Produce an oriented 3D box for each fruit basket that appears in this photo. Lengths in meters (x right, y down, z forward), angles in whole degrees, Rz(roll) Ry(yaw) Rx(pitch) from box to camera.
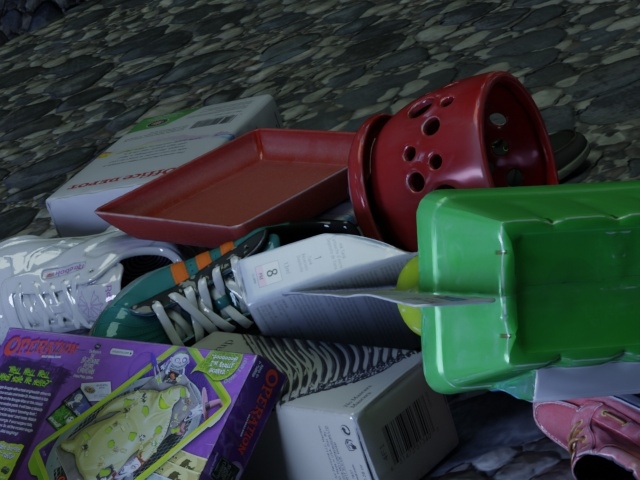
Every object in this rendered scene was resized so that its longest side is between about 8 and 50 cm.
[{"bbox_3d":[0.170,0.047,1.471,0.327,0.165,0.353,-3,-6,-18],"label":"fruit basket"}]

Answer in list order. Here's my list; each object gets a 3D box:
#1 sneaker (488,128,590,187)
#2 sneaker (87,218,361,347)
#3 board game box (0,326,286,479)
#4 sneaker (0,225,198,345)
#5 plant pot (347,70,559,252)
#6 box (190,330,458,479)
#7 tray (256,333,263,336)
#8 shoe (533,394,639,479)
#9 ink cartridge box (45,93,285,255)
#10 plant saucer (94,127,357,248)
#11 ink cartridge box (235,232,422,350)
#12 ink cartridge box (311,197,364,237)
[{"bbox_3d":[0.187,-0.108,2.058,0.222,0.118,0.083,-18,19,1],"label":"sneaker"},{"bbox_3d":[-0.088,0.049,1.773,0.302,0.108,0.121,-30,2,-32],"label":"sneaker"},{"bbox_3d":[-0.200,0.183,1.588,0.347,0.056,0.208,3,64,45],"label":"board game box"},{"bbox_3d":[-0.284,0.049,2.067,0.305,0.114,0.152,-19,19,-3],"label":"sneaker"},{"bbox_3d":[0.133,-0.067,1.894,0.174,0.191,0.191,-11,21,29],"label":"plant pot"},{"bbox_3d":[-0.023,0.150,1.587,0.275,0.094,0.113,2,29,44],"label":"box"},{"bbox_3d":[-0.018,0.091,1.843,0.270,0.030,0.145,-23,19,-13],"label":"tray"},{"bbox_3d":[0.211,0.155,1.406,0.081,0.063,0.178,-25,24,-33],"label":"shoe"},{"bbox_3d":[-0.181,-0.068,2.287,0.201,0.117,0.278,-9,21,27],"label":"ink cartridge box"},{"bbox_3d":[-0.075,-0.054,2.022,0.259,0.047,0.258,-29,23,-36],"label":"plant saucer"},{"bbox_3d":[0.057,0.046,1.683,0.232,0.189,0.066,-20,60,3],"label":"ink cartridge box"},{"bbox_3d":[0.000,0.000,2.004,0.175,0.072,0.127,-32,24,-34],"label":"ink cartridge box"}]
